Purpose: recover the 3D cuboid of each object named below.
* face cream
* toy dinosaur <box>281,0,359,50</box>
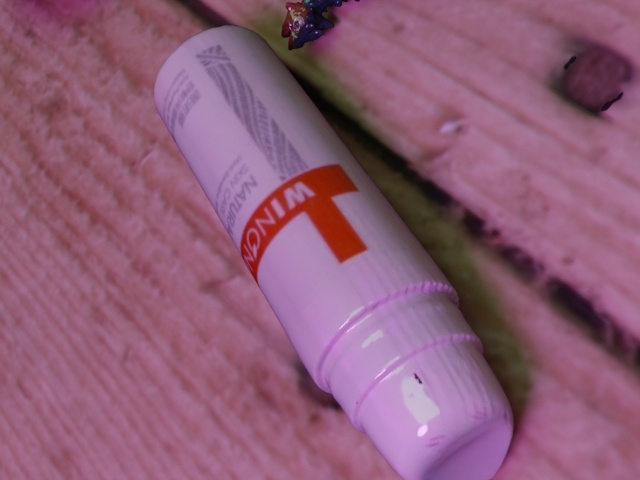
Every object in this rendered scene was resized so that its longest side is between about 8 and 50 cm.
[{"bbox_3d":[0.000,0.000,0.602,0.102,0.102,0.346,-44,54,14],"label":"face cream"},{"bbox_3d":[0.016,-0.206,0.692,0.055,0.049,0.154,40,98,36],"label":"toy dinosaur"}]
